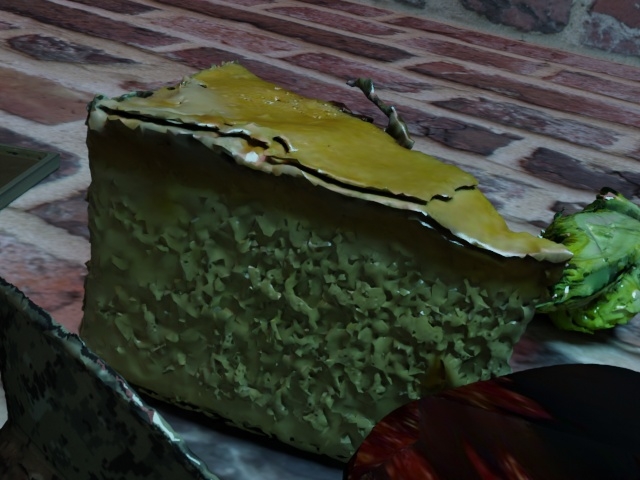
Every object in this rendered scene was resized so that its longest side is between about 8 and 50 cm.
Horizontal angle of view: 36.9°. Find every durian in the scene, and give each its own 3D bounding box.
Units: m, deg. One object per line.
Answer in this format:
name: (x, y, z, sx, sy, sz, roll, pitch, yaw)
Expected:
durian: (0.242, 0.028, 0.901, 0.132, 0.106, 0.375, 19, 23, 19)

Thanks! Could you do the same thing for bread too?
bread: (0.000, 0.000, 0.712, 0.315, 0.248, 0.279, 15, 24, 6)

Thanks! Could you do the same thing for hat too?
hat: (-0.110, 0.144, 0.448, 0.266, 0.265, 0.128, 26, 65, 37)

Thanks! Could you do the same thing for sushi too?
sushi: (0.110, 0.157, 0.529, 0.225, 0.126, 0.136, -14, 32, -31)

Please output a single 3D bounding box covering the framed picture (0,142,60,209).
framed picture: (-0.472, -0.082, 1.029, 0.315, 0.024, 0.232, 11, 22, 5)
